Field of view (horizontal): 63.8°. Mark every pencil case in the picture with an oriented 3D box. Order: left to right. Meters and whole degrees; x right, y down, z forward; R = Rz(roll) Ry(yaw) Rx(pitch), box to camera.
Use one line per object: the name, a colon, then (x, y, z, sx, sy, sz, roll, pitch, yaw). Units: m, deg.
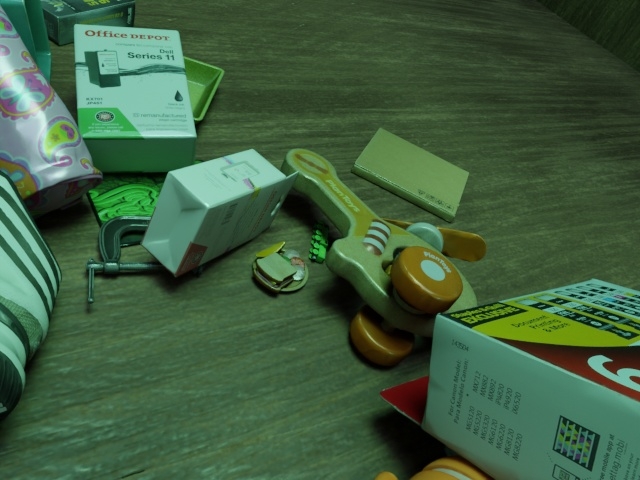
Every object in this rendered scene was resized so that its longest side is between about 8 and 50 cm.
pencil case: (-0.377, -0.167, 0.607, 0.124, 0.124, 0.284, -33, 94, -43)

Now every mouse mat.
mouse mat: (-0.224, -0.060, 0.731, 0.190, 0.007, 0.152, -13, 54, -33)

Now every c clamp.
c clamp: (-0.210, 0.019, 0.643, 0.161, 0.022, 0.137, -4, 47, -28)

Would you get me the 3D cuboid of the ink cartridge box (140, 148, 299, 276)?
ink cartridge box: (-0.120, -0.045, 0.657, 0.067, 0.115, 0.198, 41, 32, 12)

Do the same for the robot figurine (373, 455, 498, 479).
robot figurine: (0.101, 0.274, 0.445, 0.220, 0.158, 0.128, -20, 79, -37)

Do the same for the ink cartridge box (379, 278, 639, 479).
ink cartridge box: (0.262, 0.132, 0.532, 0.310, 0.129, 0.272, -4, 16, -38)

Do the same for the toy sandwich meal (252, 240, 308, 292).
toy sandwich meal: (-0.053, 0.034, 0.692, 0.086, 0.029, 0.085, 13, 43, -12)

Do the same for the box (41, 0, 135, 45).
box: (-0.508, -0.470, 0.984, 0.231, 0.056, 0.183, 33, 42, 11)

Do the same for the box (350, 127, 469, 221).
box: (0.175, -0.129, 0.968, 0.201, 0.021, 0.164, 28, 42, 5)

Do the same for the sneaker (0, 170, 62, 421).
sneaker: (-0.454, -0.011, 0.441, 0.448, 0.169, 0.257, 30, 20, -23)

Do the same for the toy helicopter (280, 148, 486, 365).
toy helicopter: (0.080, -0.015, 0.724, 0.235, 0.140, 0.355, -17, 56, -44)

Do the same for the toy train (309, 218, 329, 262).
toy train: (0.000, 0.000, 0.761, 0.024, 0.017, 0.083, 25, 41, -14)

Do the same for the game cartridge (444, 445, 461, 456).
game cartridge: (0.296, 0.260, 0.603, 0.298, 0.062, 0.198, -7, 46, -30)

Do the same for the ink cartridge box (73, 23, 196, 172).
ink cartridge box: (-0.271, -0.207, 0.747, 0.153, 0.086, 0.208, -5, 64, -21)

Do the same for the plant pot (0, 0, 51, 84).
plant pot: (-0.529, -0.302, 0.729, 0.235, 0.165, 0.165, -6, 49, -20)

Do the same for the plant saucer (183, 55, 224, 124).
plant saucer: (-0.279, -0.264, 0.884, 0.189, 0.045, 0.188, 16, 42, -9)
